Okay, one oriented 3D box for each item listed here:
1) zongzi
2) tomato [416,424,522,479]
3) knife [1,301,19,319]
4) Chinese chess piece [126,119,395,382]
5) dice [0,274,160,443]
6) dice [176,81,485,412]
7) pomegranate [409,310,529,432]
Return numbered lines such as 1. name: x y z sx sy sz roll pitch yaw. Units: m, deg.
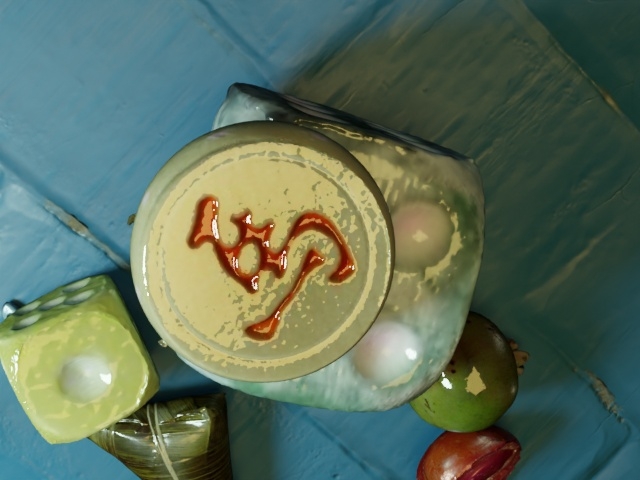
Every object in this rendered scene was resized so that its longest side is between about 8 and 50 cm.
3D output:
1. zongzi: -0.246 0.346 1.270 0.241 0.111 0.247 -4 108 3
2. tomato: 0.221 0.346 1.343 0.173 0.099 0.189 -31 146 -16
3. knife: -0.358 0.211 1.259 0.044 0.019 0.313 -37 106 5
4. Chinese chess piece: -0.057 0.014 0.874 0.274 0.102 0.273 -2 103 -8
5. dice: -0.324 0.155 1.160 0.169 0.169 0.166 -25 107 -13
6. dice: 0.000 0.000 1.103 0.331 0.328 0.348 10 101 -11
7. pomegranate: 0.220 0.200 1.271 0.211 0.179 0.179 26 98 -26
